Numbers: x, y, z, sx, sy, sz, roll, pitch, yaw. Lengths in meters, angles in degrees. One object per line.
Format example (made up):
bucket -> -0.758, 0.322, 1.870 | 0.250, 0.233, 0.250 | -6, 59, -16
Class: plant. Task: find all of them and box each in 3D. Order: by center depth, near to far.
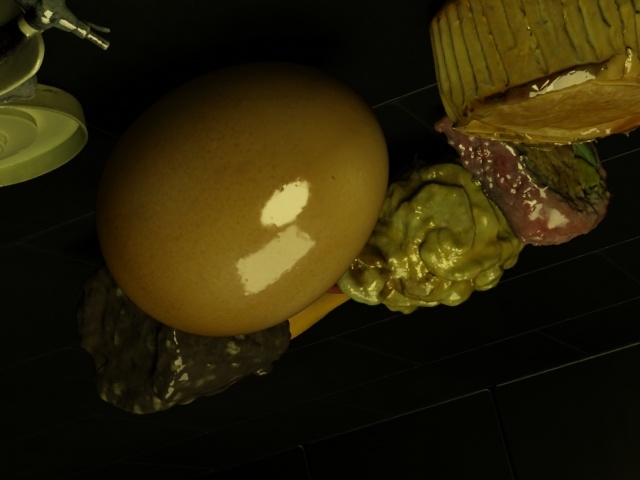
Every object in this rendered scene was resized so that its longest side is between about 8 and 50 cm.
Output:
plant -> -0.140, 0.089, 1.975 | 0.215, 0.213, 0.312 | -30, 167, 40

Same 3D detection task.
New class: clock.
clock -> -0.344, -0.094, 1.505 | 0.235, 0.029, 0.235 | -12, 164, -4

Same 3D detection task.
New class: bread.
bread -> 0.234, -0.180, 1.499 | 0.227, 0.142, 0.253 | -25, 163, 30

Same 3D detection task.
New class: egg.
egg -> -0.075, -0.042, 1.503 | 0.250, 0.250, 0.322 | 3, 153, -45

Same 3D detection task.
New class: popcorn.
popcorn -> 0.129, -0.012, 1.909 | 0.266, 0.192, 0.233 | -24, -174, -35

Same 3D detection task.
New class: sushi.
sushi -> 0.243, -0.076, 1.810 | 0.107, 0.161, 0.241 | -25, 162, 38

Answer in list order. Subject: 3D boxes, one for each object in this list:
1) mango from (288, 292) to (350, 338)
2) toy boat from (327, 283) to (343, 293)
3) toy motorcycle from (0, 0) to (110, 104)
mango -> -0.070, 0.091, 2.228 | 0.316, 0.119, 0.176 | -23, 161, -1
toy boat -> 0.000, 0.000, 1.943 | 0.079, 0.136, 0.392 | 0, 169, 21
toy motorcycle -> -0.294, -0.165, 1.200 | 0.157, 0.091, 0.263 | -27, 157, 27
